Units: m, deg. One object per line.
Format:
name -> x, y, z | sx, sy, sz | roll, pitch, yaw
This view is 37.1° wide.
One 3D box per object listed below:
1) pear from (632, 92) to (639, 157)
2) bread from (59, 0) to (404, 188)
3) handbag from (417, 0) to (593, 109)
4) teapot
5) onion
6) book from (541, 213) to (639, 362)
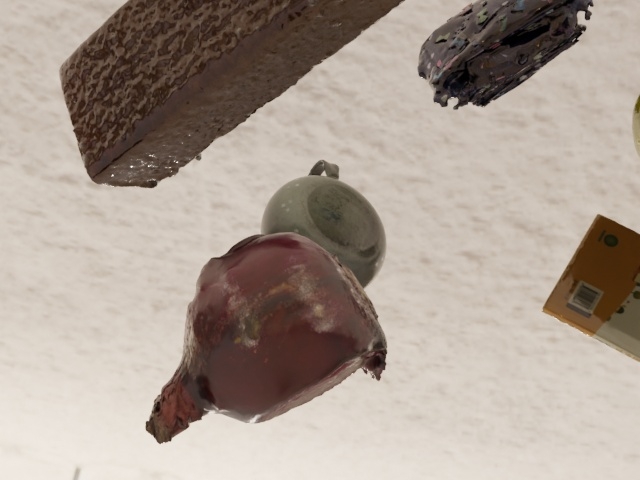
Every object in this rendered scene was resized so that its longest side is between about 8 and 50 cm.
pear -> 0.413, -0.132, 1.049 | 0.141, 0.104, 0.141 | 4, 112, 10
bread -> -0.096, -0.214, 0.970 | 0.417, 0.165, 0.113 | -31, 161, 32
handbag -> 0.260, -0.285, 1.357 | 0.260, 0.162, 0.113 | -33, 114, 10
teapot -> 0.000, 0.000, 1.404 | 0.193, 0.294, 0.129 | 20, 134, -24
onion -> -0.057, 0.073, 0.737 | 0.198, 0.135, 0.173 | -23, 161, -5
book -> 0.524, 0.099, 1.489 | 0.296, 0.208, 0.020 | 29, 154, 17
